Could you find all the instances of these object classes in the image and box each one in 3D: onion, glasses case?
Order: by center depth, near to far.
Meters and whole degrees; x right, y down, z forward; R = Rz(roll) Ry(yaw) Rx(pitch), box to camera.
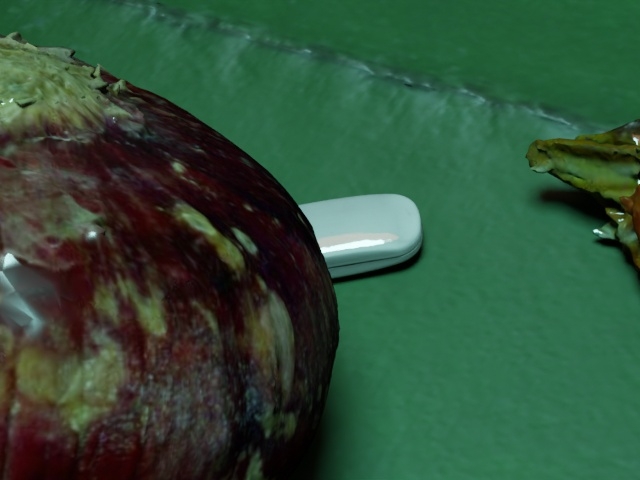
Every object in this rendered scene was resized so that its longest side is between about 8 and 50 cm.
[{"bbox_3d":[-0.116,0.028,0.559,0.246,0.190,0.246,13,30,-8],"label":"onion"},{"bbox_3d":[0.000,0.000,0.672,0.083,0.021,0.032,-11,50,3],"label":"glasses case"}]

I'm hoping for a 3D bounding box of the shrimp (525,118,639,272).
[{"bbox_3d":[0.186,0.016,0.596,0.267,0.061,0.145,27,68,29],"label":"shrimp"}]
